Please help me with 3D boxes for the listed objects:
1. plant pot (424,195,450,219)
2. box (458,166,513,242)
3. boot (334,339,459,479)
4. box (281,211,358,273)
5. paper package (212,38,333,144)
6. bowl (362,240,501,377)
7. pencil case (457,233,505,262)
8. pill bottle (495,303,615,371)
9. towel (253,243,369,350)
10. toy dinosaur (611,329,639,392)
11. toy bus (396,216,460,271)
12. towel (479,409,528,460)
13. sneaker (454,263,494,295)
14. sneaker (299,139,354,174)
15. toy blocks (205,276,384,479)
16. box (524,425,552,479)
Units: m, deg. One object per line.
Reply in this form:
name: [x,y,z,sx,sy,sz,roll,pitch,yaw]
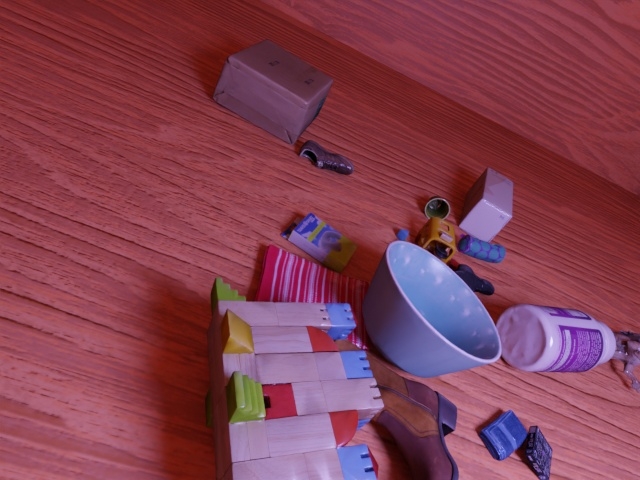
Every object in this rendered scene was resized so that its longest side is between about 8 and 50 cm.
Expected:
plant pot: [0.404,-0.120,1.437,0.083,0.083,0.079,29,27,-3]
box: [0.623,-0.137,1.540,0.121,0.148,0.311,33,37,4]
boot: [0.106,0.320,0.737,0.280,0.096,0.264,31,40,2]
box: [0.000,0.000,1.058,0.178,0.042,0.109,35,38,3]
paper package: [-0.148,-0.521,1.429,0.309,0.168,0.325,30,37,-4]
bowl: [0.212,0.167,0.890,0.311,0.163,0.312,31,28,-18]
pencil case: [0.531,0.027,1.362,0.151,0.064,0.070,17,56,-19]
pill bottle: [0.626,0.261,1.086,0.301,0.169,0.169,10,43,-25]
towel: [-0.011,0.123,0.926,0.274,0.031,0.199,22,40,-12]
toy dinosaur: [0.886,0.313,1.250,0.295,0.127,0.200,24,29,11]
toy bus: [0.344,0.018,1.215,0.190,0.104,0.202,-8,52,-38]
towel: [0.392,0.413,0.876,0.119,0.029,0.067,-8,53,-39]
sneaker: [0.431,0.133,1.192,0.170,0.051,0.089,38,55,-14]
sneaker: [0.016,-0.254,1.344,0.188,0.066,0.071,29,54,6]
toy blocks: [-0.029,0.241,0.641,0.260,0.191,0.382,6,45,-25]
box: [0.463,0.449,0.873,0.067,0.018,0.083,57,40,-4]
